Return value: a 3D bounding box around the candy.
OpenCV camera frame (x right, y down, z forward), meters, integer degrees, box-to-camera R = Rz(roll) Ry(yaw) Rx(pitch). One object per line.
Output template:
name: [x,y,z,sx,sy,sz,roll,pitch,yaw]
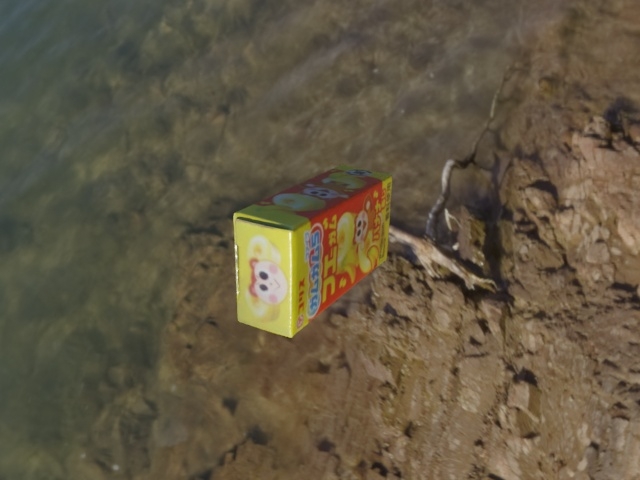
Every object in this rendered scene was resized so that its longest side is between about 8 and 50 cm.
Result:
candy: [0.000,0.000,0.794,0.088,0.276,0.146,15,114,27]
